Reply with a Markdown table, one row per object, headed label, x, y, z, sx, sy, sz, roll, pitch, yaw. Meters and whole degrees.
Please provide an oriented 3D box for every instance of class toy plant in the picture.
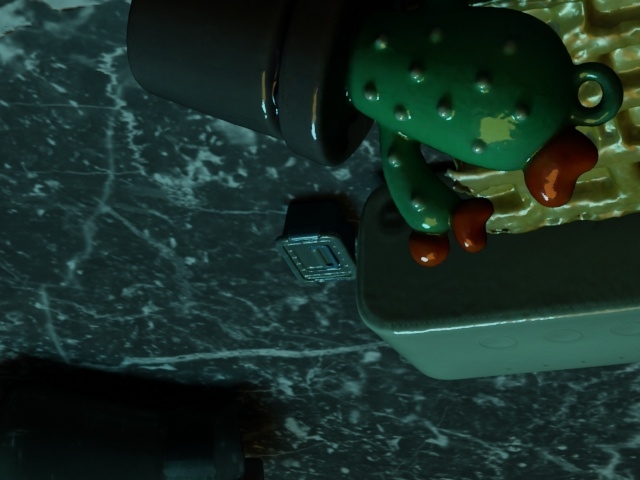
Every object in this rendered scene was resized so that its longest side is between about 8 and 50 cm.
| label | x | y | z | sx | sy | sz | roll | pitch | yaw |
| --- | --- | --- | --- | --- | --- | --- | --- | --- | --- |
| toy plant | 0.052 | -0.155 | 1.562 | 0.400 | 0.279 | 0.185 | 16 | 160 | 20 |

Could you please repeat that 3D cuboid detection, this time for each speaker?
| label | x | y | z | sx | sy | sz | roll | pitch | yaw |
| --- | --- | --- | --- | --- | --- | --- | --- | --- | --- |
| speaker | 0.255 | 0.031 | 1.950 | 0.406 | 0.183 | 0.184 | -6 | 153 | 19 |

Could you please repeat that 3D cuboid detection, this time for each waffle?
| label | x | y | z | sx | sy | sz | roll | pitch | yaw |
| --- | --- | --- | --- | --- | --- | --- | --- | --- | --- |
| waffle | 0.237 | -0.136 | 1.737 | 0.304 | 0.077 | 0.348 | -8 | 141 | 20 |

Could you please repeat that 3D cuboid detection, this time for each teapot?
| label | x | y | z | sx | sy | sz | roll | pitch | yaw |
| --- | --- | --- | --- | --- | --- | --- | --- | --- | --- |
| teapot | -0.253 | 0.333 | 2.483 | 0.361 | 0.306 | 0.376 | -1 | 178 | -2 |

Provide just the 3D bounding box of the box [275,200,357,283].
| label | x | y | z | sx | sy | sz | roll | pitch | yaw |
| --- | --- | --- | --- | --- | --- | --- | --- | --- | --- |
| box | 0.000 | 0.000 | 2.058 | 0.074 | 0.054 | 0.099 | -4 | 148 | 19 |
